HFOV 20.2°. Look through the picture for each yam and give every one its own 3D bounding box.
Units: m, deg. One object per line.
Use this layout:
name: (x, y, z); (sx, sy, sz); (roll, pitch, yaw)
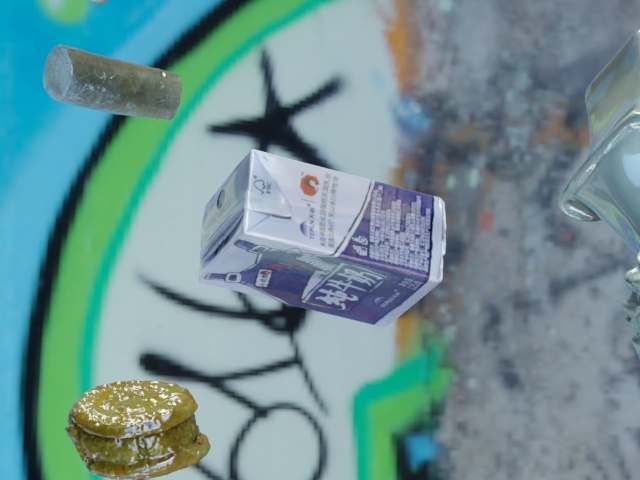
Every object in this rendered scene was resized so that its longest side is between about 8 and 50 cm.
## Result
yam: (-0.246, -0.183, 2.127); (0.068, 0.169, 0.068); (-15, 69, 47)

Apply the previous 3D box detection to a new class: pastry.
pastry: (-0.138, 0.143, 1.361); (0.109, 0.097, 0.057); (-1, 103, 15)

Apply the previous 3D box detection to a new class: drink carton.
drink carton: (0.000, -0.001, 1.826); (0.134, 0.222, 0.102); (137, 143, -57)

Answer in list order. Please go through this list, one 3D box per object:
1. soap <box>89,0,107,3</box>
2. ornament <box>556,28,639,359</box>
soap: (-0.088, -0.410, 1.778); (0.169, 0.338, 0.304); (51, 137, -6)
ornament: (0.232, -0.016, 1.181); (0.285, 0.120, 0.130); (-108, 32, -45)
